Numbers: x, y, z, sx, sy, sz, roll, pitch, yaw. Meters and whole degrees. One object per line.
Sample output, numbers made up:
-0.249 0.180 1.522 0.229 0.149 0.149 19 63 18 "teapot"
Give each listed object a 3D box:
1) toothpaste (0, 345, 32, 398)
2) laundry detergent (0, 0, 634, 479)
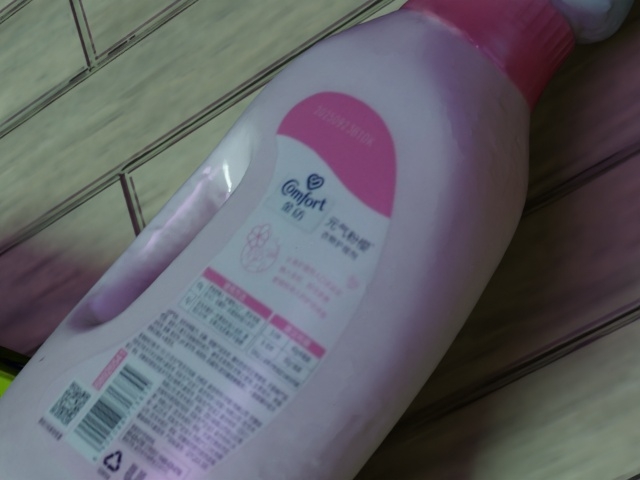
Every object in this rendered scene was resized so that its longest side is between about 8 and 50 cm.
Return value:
-0.113 0.126 0.772 0.327 0.077 0.110 16 91 36 "toothpaste"
0.000 0.000 0.657 0.159 0.088 0.335 32 81 42 "laundry detergent"
